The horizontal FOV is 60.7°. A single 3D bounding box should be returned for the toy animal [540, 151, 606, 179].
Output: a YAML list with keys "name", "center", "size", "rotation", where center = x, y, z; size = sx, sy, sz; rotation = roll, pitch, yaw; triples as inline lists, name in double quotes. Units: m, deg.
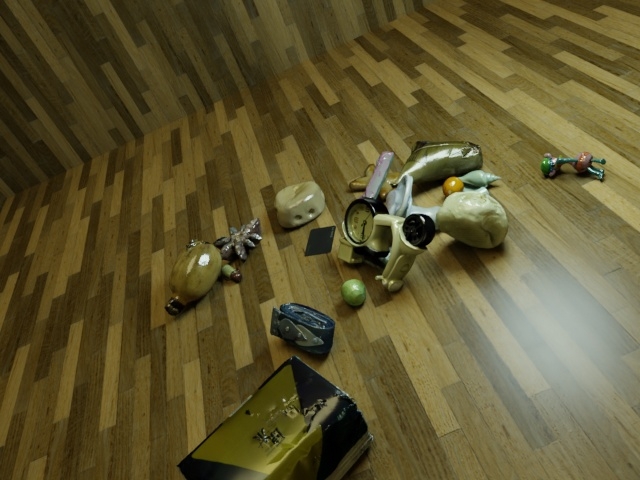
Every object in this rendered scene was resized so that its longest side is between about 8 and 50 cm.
- name: "toy animal"
  center: [0.869, -0.262, 1.885]
  size: [0.208, 0.103, 0.100]
  rotation: [15, 96, 36]

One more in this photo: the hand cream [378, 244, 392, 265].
- name: "hand cream"
  center: [0.212, 0.028, 1.951]
  size: [0.086, 0.055, 0.235]
  rotation: [-41, 48, -15]

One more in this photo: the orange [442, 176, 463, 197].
- name: "orange"
  center: [0.492, -0.193, 2.025]
  size: [0.083, 0.083, 0.070]
  rotation: [-40, 56, -19]

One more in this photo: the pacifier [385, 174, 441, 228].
- name: "pacifier"
  center: [0.343, -0.105, 1.933]
  size: [0.226, 0.238, 0.287]
  rotation: [11, 39, -2]

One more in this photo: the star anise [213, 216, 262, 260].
- name: "star anise"
  center: [-0.329, -0.001, 2.244]
  size: [0.236, 0.093, 0.229]
  rotation: [-39, 40, -14]

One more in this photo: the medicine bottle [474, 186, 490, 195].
- name: "medicine bottle"
  center: [0.563, -0.156, 1.971]
  size: [0.083, 0.047, 0.047]
  rotation: [-28, 38, -2]

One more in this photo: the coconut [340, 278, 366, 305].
- name: "coconut"
  center: [0.109, 0.169, 1.809]
  size: [0.088, 0.088, 0.096]
  rotation: [-27, 45, -2]

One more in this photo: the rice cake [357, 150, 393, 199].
- name: "rice cake"
  center: [0.224, -0.260, 2.201]
  size: [0.081, 0.051, 0.290]
  rotation: [3, 48, 30]

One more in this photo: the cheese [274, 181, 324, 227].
- name: "cheese"
  center: [-0.097, -0.156, 2.280]
  size: [0.218, 0.117, 0.235]
  rotation: [14, 49, 42]

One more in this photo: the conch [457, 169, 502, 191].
- name: "conch"
  center: [0.584, -0.215, 2.028]
  size: [0.180, 0.088, 0.065]
  rotation: [-4, -1, 35]

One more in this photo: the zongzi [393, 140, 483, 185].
- name: "zongzi"
  center: [0.450, -0.273, 2.067]
  size: [0.274, 0.145, 0.300]
  rotation: [4, 34, 31]

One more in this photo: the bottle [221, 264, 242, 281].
- name: "bottle"
  center: [-0.345, 0.133, 2.138]
  size: [0.101, 0.047, 0.063]
  rotation: [25, 87, 40]

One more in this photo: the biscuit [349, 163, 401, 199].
- name: "biscuit"
  center: [0.238, -0.244, 2.252]
  size: [0.208, 0.047, 0.164]
  rotation: [24, 62, 43]

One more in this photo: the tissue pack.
- name: "tissue pack"
  center: [-0.101, 0.532, 1.368]
  size: [0.416, 0.253, 0.264]
  rotation: [-40, 40, -21]

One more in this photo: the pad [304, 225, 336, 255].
- name: "pad"
  center: [0.000, 0.000, 2.134]
  size: [0.112, 0.003, 0.157]
  rotation: [-9, 40, 19]

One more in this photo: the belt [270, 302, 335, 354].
- name: "belt"
  center: [-0.050, 0.290, 1.736]
  size: [0.218, 0.128, 0.122]
  rotation: [18, 17, 39]

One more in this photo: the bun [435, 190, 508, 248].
- name: "bun"
  center: [0.496, -0.075, 1.769]
  size: [0.229, 0.229, 0.145]
  rotation: [13, 73, 39]

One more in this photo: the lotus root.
- name: "lotus root"
  center: [-0.497, 0.149, 2.106]
  size: [0.183, 0.183, 0.310]
  rotation: [5, 59, 33]

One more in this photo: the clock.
- name: "clock"
  center: [0.210, 0.007, 1.824]
  size: [0.120, 0.276, 0.379]
  rotation: [0, 18, -35]
